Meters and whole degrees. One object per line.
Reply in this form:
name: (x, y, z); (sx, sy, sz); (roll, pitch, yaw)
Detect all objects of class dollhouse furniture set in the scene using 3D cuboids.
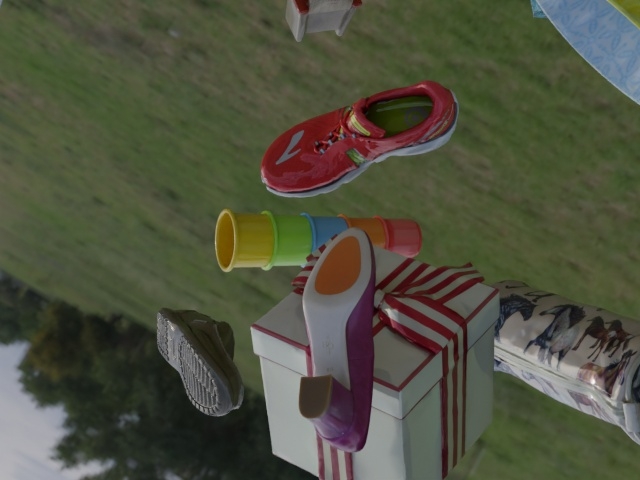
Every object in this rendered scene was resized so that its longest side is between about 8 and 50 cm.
dollhouse furniture set: (-0.026, -0.439, 1.657); (0.135, 0.262, 0.259); (112, 141, -56)

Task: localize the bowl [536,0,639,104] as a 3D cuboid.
bowl: (0.396, -0.283, 1.309); (0.289, 0.156, 0.289); (44, -177, -3)

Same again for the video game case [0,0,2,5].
video game case: (-0.514, -0.471, 1.795); (0.022, 0.190, 0.173); (13, -147, -30)

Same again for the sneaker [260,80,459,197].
sneaker: (0.043, -0.145, 1.450); (0.118, 0.279, 0.107); (47, -158, -75)

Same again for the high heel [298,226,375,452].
high heel: (0.036, 0.111, 1.248); (0.082, 0.244, 0.117); (-9, 147, 25)

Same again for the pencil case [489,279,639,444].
pencil case: (0.388, 0.180, 1.698); (0.410, 0.183, 0.160); (22, 134, 58)

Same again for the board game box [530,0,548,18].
board game box: (0.411, -0.458, 1.912); (0.126, 0.026, 0.186); (15, 147, 33)

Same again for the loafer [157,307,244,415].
loafer: (-0.088, 0.088, 0.878); (0.050, 0.056, 0.148); (-9, -154, -23)

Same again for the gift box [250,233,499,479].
gift box: (0.078, 0.145, 1.424); (0.255, 0.276, 0.258); (17, 131, 28)

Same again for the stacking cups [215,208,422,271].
stacking cups: (0.000, 0.000, 1.699); (0.316, 0.096, 0.096); (0, -176, -26)
